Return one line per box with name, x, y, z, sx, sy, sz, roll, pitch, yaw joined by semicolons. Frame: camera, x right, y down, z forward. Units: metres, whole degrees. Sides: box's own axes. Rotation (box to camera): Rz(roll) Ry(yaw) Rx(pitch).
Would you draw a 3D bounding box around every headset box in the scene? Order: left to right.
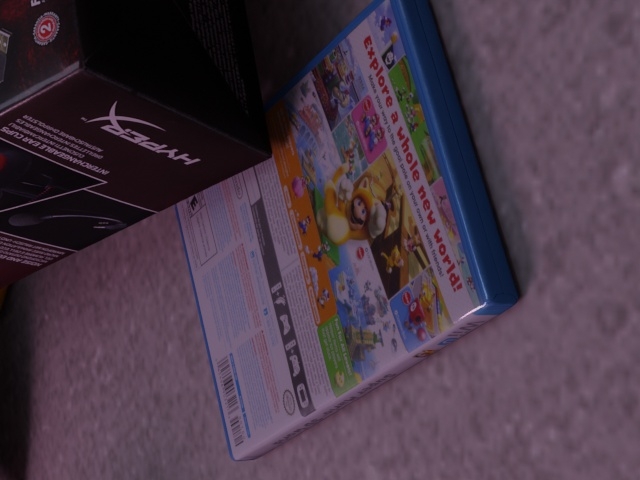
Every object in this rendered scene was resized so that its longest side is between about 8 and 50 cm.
headset box;-0.181;-0.086;0.598;0.293;0.110;0.218;-23;64;28

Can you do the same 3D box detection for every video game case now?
video game case;0.000;0.000;0.525;0.166;0.015;0.119;-38;59;48

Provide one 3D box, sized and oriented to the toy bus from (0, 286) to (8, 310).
toy bus;-0.280;-0.085;0.839;0.332;0.108;0.130;51;131;41
